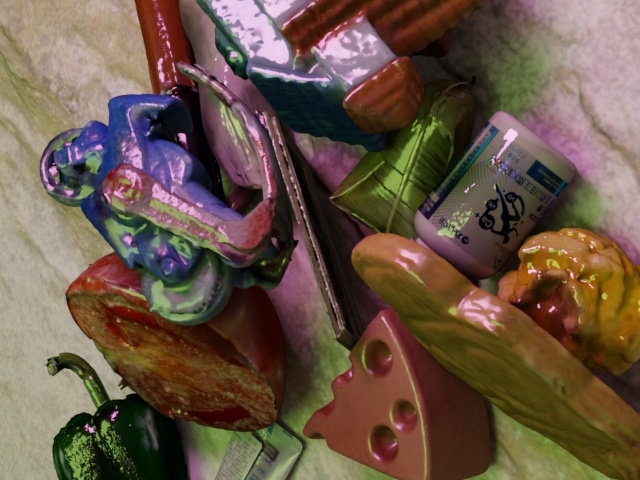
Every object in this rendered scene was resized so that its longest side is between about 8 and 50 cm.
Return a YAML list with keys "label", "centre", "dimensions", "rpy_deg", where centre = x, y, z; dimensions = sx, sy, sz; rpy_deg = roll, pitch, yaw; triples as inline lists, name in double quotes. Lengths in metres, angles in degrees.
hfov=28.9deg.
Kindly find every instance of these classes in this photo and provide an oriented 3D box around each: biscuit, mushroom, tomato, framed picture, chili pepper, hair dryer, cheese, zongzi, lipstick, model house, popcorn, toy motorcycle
- label: "biscuit"
  centre: [0.178, 0.126, 1.225]
  dimensions: [0.376, 0.051, 0.269]
  rpy_deg: [40, 169, -10]
- label: "mushroom"
  centre: [-0.116, -0.218, 1.572]
  dimensions: [0.109, 0.097, 0.351]
  rpy_deg: [120, 136, -67]
- label: "tomato"
  centre: [-0.157, 0.099, 1.593]
  dimensions: [0.309, 0.170, 0.309]
  rpy_deg: [19, 146, 13]
- label: "framed picture"
  centre: [0.000, 0.000, 1.432]
  dimensions: [0.017, 0.217, 0.274]
  rpy_deg: [-19, 77, 5]
- label: "chili pepper"
  centre: [-0.289, 0.269, 1.730]
  dimensions: [0.165, 0.174, 0.261]
  rpy_deg: [-20, 89, 34]
- label: "hair dryer"
  centre: [-0.114, -0.059, 1.632]
  dimensions: [0.154, 0.054, 0.106]
  rpy_deg: [-35, 66, 29]
- label: "cheese"
  centre: [0.096, 0.160, 1.403]
  dimensions: [0.203, 0.128, 0.177]
  rpy_deg: [16, 103, 45]
- label: "zongzi"
  centre: [0.146, -0.056, 1.361]
  dimensions: [0.204, 0.094, 0.205]
  rpy_deg: [44, 116, 12]
- label: "lipstick"
  centre: [-0.195, -0.229, 1.639]
  dimensions: [0.077, 0.077, 0.418]
  rpy_deg: [-27, 69, 41]
- label: "model house"
  centre: [0.053, -0.234, 1.290]
  dimensions: [0.295, 0.252, 0.329]
  rpy_deg: [-37, 60, 0]
- label: "popcorn"
  centre: [0.254, 0.061, 1.236]
  dimensions: [0.167, 0.152, 0.148]
  rpy_deg: [16, 125, 45]
- label: "toy motorcycle"
  centre: [-0.165, -0.061, 1.468]
  dimensions: [0.319, 0.241, 0.182]
  rpy_deg: [46, 155, 20]

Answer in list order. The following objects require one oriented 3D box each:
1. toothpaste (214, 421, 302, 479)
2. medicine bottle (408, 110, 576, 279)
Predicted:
- label: "toothpaste"
  centre: [-0.116, 0.366, 1.661]
  dimensions: [0.114, 0.073, 0.299]
  rpy_deg: [35, 109, 36]
- label: "medicine bottle"
  centre: [0.167, -0.031, 1.285]
  dimensions: [0.107, 0.107, 0.191]
  rpy_deg: [44, 101, 31]
